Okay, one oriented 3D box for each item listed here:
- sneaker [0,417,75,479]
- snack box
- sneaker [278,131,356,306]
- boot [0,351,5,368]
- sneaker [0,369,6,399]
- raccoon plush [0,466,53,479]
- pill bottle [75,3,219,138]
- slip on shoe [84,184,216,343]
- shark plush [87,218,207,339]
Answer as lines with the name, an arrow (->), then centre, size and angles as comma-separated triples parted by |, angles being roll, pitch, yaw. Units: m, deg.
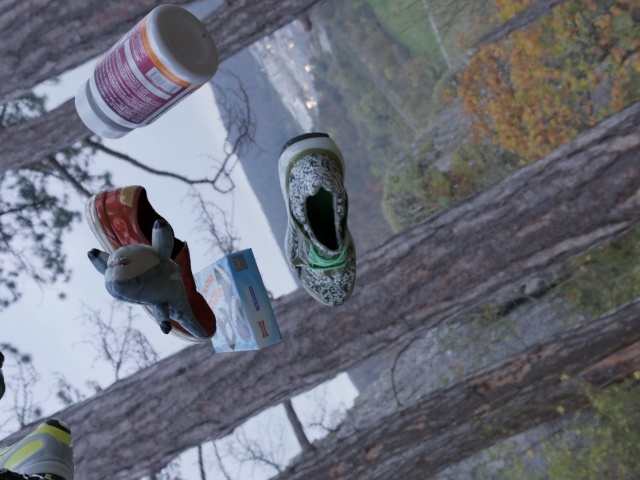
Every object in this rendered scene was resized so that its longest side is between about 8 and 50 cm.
sneaker -> -0.535, 0.442, 1.069 | 0.145, 0.385, 0.147 | 44, -157, -31
snack box -> -0.185, 0.135, 1.324 | 0.322, 0.060, 0.187 | -25, 83, 64
sneaker -> 0.000, 0.000, 1.280 | 0.182, 0.158, 0.410 | -104, 1, -54
boot -> -0.544, 0.193, 0.733 | 0.338, 0.118, 0.222 | 36, -132, -54
sneaker -> -0.794, 0.368, 1.366 | 0.101, 0.267, 0.106 | 60, 170, -26
raccoon plush -> -0.273, 0.398, 0.613 | 0.446, 0.299, 0.216 | 26, 151, -24
pill bottle -> -0.265, -0.243, 0.951 | 0.121, 0.221, 0.121 | 29, -130, -41
slip on shoe -> -0.262, 0.047, 1.076 | 0.123, 0.101, 0.331 | -87, -28, -59
shark plush -> -0.148, 0.054, 0.560 | 0.161, 0.073, 0.067 | 83, 169, -54
